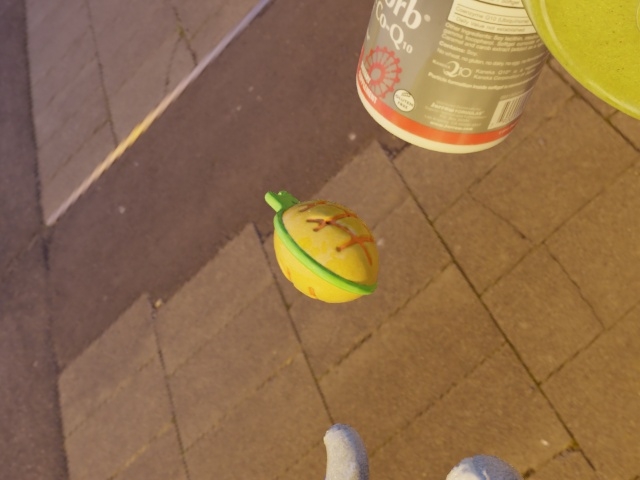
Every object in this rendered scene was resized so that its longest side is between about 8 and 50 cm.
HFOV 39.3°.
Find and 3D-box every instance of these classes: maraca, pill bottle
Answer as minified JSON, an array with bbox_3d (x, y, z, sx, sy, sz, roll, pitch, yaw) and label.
[{"bbox_3d":[0.000,0.000,0.981,0.099,0.127,0.185,-53,34,16],"label":"maraca"},{"bbox_3d":[0.173,-0.290,0.977,0.363,0.210,0.210,105,162,-47],"label":"pill bottle"}]

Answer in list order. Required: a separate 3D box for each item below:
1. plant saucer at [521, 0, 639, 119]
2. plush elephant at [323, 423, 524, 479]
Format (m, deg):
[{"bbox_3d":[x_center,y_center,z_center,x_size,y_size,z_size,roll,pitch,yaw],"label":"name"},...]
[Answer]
[{"bbox_3d":[0.203,-0.123,0.467,0.241,0.241,0.037,9,60,47],"label":"plant saucer"},{"bbox_3d":[0.040,0.293,0.802,0.255,0.272,0.330,31,92,35],"label":"plush elephant"}]
